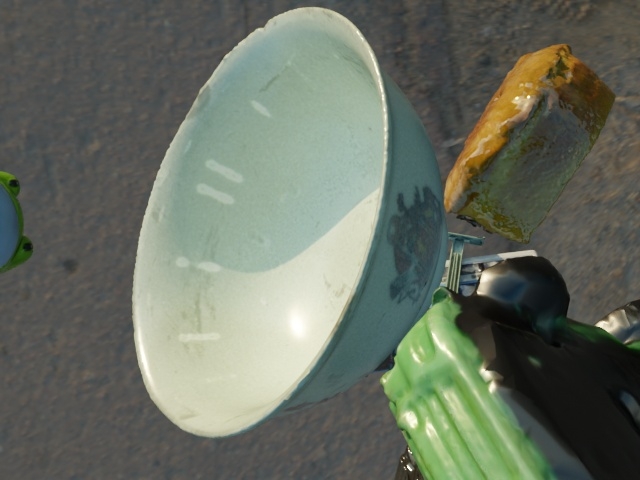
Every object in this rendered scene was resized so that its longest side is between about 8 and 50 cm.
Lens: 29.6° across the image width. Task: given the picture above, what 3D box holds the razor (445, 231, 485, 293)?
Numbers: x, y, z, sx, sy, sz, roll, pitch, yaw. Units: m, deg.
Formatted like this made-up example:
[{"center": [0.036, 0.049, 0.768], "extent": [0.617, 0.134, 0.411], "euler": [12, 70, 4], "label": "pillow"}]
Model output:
[{"center": [0.173, 0.050, 1.574], "extent": [0.068, 0.191, 0.037], "euler": [9, 124, 5], "label": "razor"}]

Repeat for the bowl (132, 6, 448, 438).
[{"center": [0.000, 0.000, 1.234], "extent": [0.435, 0.196, 0.435], "euler": [-28, 54, 46], "label": "bowl"}]

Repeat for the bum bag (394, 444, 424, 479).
[{"center": [0.076, 0.253, 0.962], "extent": [0.248, 0.060, 0.123], "euler": [-57, 35, -6], "label": "bum bag"}]

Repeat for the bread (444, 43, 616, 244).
[{"center": [0.251, -0.130, 1.386], "extent": [0.129, 0.134, 0.260], "euler": [31, 70, 4], "label": "bread"}]

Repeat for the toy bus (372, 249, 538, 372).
[{"center": [0.165, 0.100, 1.635], "extent": [0.297, 0.131, 0.106], "euler": [-7, 138, 1], "label": "toy bus"}]

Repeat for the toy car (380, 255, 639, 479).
[{"center": [0.174, 0.155, 0.697], "extent": [0.176, 0.358, 0.213], "euler": [-49, 50, 23], "label": "toy car"}]

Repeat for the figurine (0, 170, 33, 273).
[{"center": [-0.479, -0.011, 1.460], "extent": [0.143, 0.263, 0.162], "euler": [-25, 79, 58], "label": "figurine"}]
